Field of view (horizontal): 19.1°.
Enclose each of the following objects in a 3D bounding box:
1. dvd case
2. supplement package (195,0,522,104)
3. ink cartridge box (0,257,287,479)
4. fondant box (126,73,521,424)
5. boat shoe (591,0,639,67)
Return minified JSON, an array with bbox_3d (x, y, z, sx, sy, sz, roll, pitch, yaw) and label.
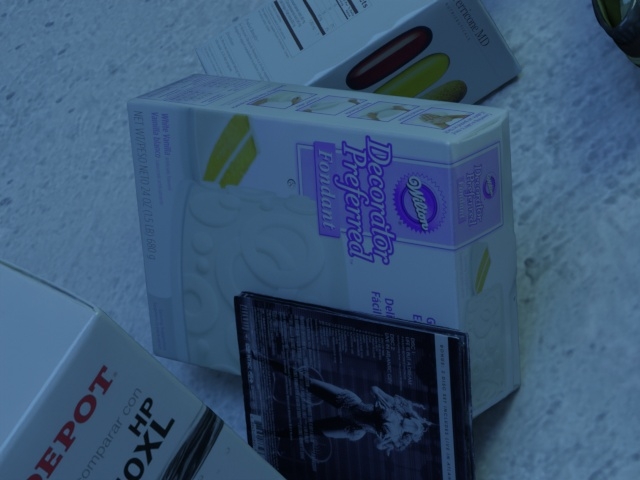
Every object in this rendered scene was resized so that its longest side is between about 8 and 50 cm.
[{"bbox_3d":[0.027,0.134,1.534,0.221,0.164,0.018,9,23,36],"label":"dvd case"},{"bbox_3d":[0.034,-0.165,1.737,0.244,0.139,0.134,-34,46,7],"label":"supplement package"},{"bbox_3d":[-0.190,0.233,1.415,0.166,0.395,0.285,21,71,40],"label":"ink cartridge box"},{"bbox_3d":[0.000,0.000,1.576,0.330,0.238,0.096,9,23,35],"label":"fondant box"},{"bbox_3d":[0.262,-0.252,1.626,0.080,0.073,0.223,-26,53,32],"label":"boat shoe"}]
